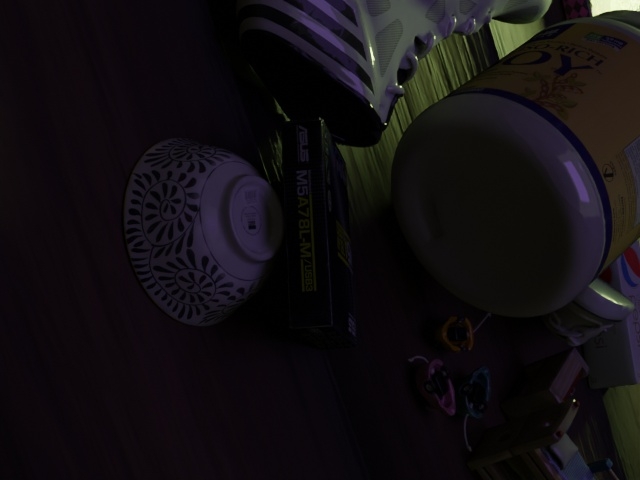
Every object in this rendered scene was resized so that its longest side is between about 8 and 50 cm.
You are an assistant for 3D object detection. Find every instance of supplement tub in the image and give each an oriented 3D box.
[{"bbox_3d":[0.256,-0.093,1.558,0.331,0.241,0.241,-36,110,-42],"label":"supplement tub"}]

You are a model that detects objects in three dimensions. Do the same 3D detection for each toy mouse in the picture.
[{"bbox_3d":[0.139,0.153,1.572,0.161,0.031,0.143,-3,83,-52],"label":"toy mouse"}]

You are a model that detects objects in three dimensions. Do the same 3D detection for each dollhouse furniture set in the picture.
[{"bbox_3d":[0.278,0.221,1.634,0.129,0.129,0.184,53,43,-11],"label":"dollhouse furniture set"}]

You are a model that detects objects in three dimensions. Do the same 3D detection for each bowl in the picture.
[{"bbox_3d":[-0.083,-0.013,1.286,0.170,0.080,0.170,17,68,-50],"label":"bowl"}]

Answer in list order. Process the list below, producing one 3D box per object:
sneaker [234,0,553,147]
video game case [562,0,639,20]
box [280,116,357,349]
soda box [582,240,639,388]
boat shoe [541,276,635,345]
[{"bbox_3d":[0.072,-0.212,1.506,0.447,0.169,0.258,7,84,-43],"label":"sneaker"},{"bbox_3d":[0.386,-0.358,2.015,0.210,0.041,0.232,-15,93,-52],"label":"video game case"},{"bbox_3d":[0.000,0.000,1.351,0.191,0.045,0.184,54,31,-77],"label":"box"},{"bbox_3d":[0.365,0.073,1.857,0.074,0.069,0.216,-4,84,-53],"label":"soda box"},{"bbox_3d":[0.295,0.080,1.678,0.084,0.095,0.258,-57,169,6],"label":"boat shoe"}]
